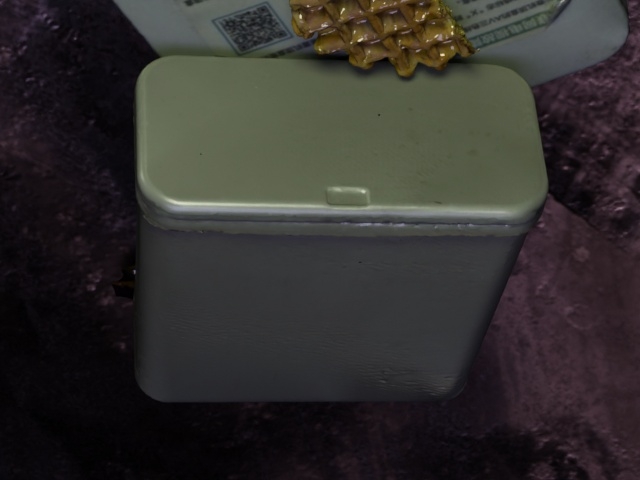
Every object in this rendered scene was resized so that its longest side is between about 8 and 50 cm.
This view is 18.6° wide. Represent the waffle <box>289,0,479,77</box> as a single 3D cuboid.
[{"bbox_3d":[0.059,-0.205,1.632,0.192,0.046,0.160,17,137,-26],"label":"waffle"}]

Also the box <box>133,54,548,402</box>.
[{"bbox_3d":[0.000,0.000,1.804,0.352,0.177,0.344,0,146,-8],"label":"box"}]

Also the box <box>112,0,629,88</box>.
[{"bbox_3d":[0.036,-0.243,1.707,0.396,0.111,0.396,-18,142,17],"label":"box"}]

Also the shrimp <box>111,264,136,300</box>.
[{"bbox_3d":[-0.093,-0.017,1.978,0.290,0.054,0.222,-15,124,13],"label":"shrimp"}]
